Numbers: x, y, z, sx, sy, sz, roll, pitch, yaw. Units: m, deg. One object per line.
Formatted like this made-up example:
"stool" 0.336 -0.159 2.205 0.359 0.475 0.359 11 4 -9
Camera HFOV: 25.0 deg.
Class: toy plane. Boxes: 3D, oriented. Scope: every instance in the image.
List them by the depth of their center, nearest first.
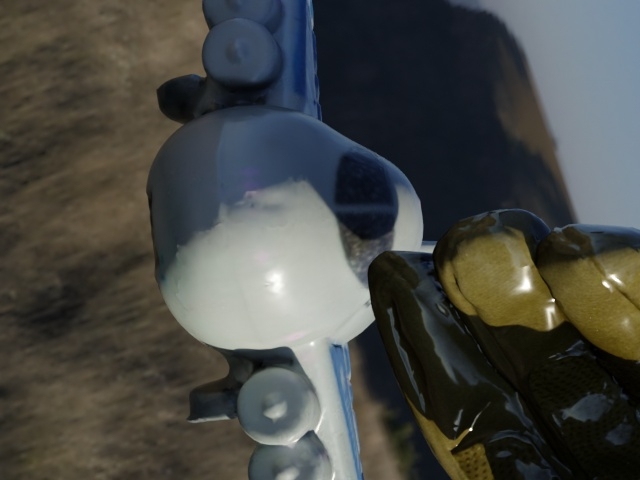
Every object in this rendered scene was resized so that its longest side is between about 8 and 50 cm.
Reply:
"toy plane" -0.006 0.001 0.680 0.267 0.123 0.267 -9 90 -77

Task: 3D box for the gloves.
"gloves" 0.153 0.104 0.517 0.331 0.154 0.141 39 15 1
